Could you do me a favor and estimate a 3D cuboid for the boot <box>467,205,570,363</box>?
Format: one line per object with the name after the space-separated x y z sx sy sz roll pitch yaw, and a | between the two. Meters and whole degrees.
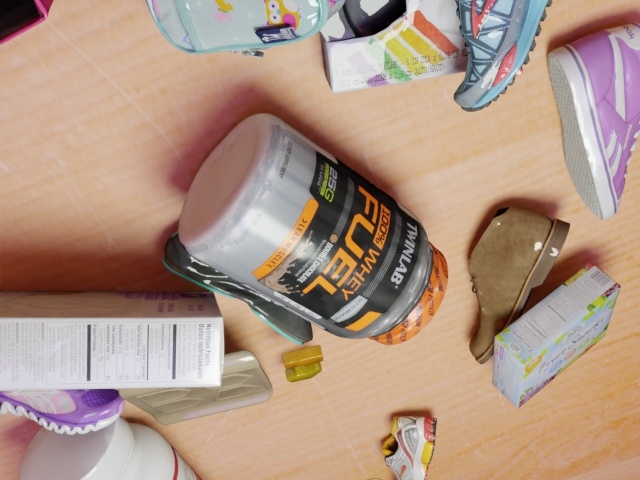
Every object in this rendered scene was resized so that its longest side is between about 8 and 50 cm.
0.285 0.072 1.156 0.115 0.112 0.305 23 128 11 | boot

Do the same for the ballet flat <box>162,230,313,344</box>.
-0.097 0.060 1.063 0.280 0.095 0.096 33 101 -28 | ballet flat

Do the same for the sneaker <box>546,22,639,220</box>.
0.424 -0.161 0.996 0.161 0.102 0.282 -22 126 2 | sneaker

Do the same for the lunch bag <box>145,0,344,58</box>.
-0.103 -0.327 0.740 0.224 0.107 0.279 -1 127 21 | lunch bag

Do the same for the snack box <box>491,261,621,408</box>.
0.374 0.155 1.157 0.207 0.070 0.174 -35 146 -15 | snack box

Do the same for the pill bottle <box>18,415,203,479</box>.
-0.311 0.461 1.220 0.229 0.229 0.407 -24 125 6 | pill bottle

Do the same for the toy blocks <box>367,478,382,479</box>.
0.091 0.563 1.415 0.123 0.148 0.054 -38 123 15 | toy blocks

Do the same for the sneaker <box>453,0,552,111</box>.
0.190 -0.277 0.808 0.125 0.104 0.261 18 116 -2 | sneaker

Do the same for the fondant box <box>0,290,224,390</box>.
-0.304 0.127 0.975 0.331 0.238 0.096 2 94 -11 | fondant box

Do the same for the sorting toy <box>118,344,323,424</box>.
-0.146 0.225 1.163 0.308 0.041 0.229 -13 153 -3 | sorting toy

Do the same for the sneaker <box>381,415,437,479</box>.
0.163 0.410 1.373 0.093 0.088 0.225 10 125 8 | sneaker

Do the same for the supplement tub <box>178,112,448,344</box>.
0.000 0.000 0.964 0.338 0.207 0.207 31 114 -28 | supplement tub

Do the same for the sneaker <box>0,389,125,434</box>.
-0.413 0.218 1.092 0.237 0.095 0.104 11 110 8 | sneaker

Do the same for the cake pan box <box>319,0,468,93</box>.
0.114 -0.315 0.850 0.267 0.070 0.245 -9 124 -4 | cake pan box

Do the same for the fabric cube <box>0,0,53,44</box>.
-0.408 -0.295 0.649 0.259 0.258 0.254 -25 126 7 | fabric cube
